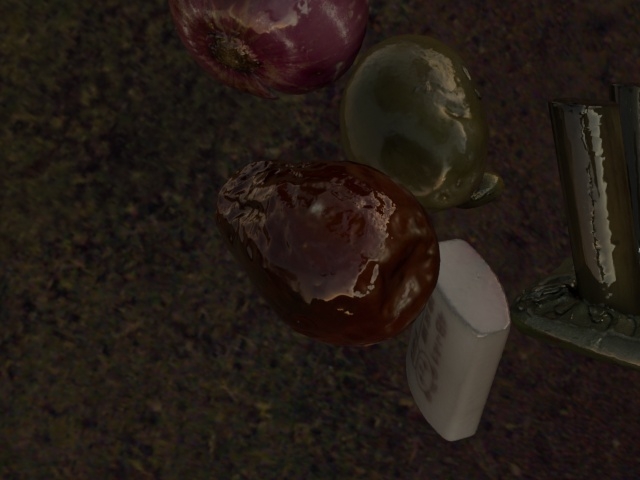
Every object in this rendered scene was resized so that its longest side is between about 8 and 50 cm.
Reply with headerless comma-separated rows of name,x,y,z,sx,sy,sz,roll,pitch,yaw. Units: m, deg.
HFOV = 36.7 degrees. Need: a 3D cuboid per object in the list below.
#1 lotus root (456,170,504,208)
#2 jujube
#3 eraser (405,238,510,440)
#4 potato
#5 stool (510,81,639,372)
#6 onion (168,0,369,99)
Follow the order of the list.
lotus root,0.237,-0.075,1.497,0.099,0.054,0.049,-18,70,6
jujube,0.000,0.000,0.977,0.255,0.190,0.190,35,90,44
eraser,0.196,0.150,1.415,0.095,0.270,0.174,-11,49,-16
potato,0.112,-0.139,1.157,0.235,0.160,0.178,58,150,31
stool,0.357,-0.014,0.861,0.310,0.310,0.226,12,107,28
onion,-0.058,-0.254,0.988,0.200,0.200,0.207,-46,60,9
